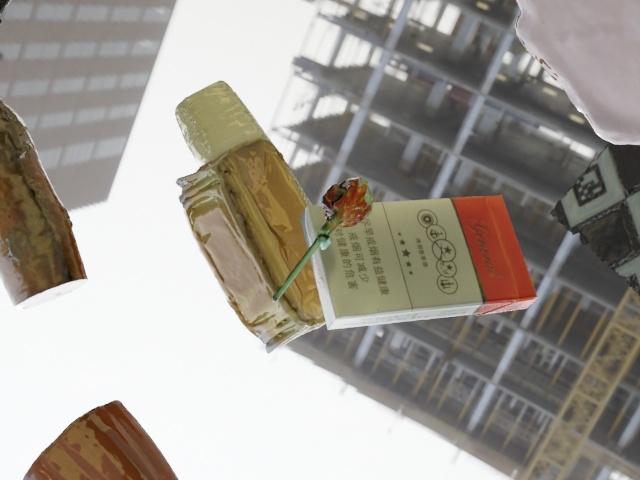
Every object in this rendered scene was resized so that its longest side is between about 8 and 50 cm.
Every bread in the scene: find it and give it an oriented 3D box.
[{"bbox_3d":[-0.071,0.005,1.279,0.136,0.107,0.241,-31,-85,-51],"label":"bread"}]

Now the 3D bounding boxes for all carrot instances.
[{"bbox_3d":[-0.397,-0.063,1.288,0.302,0.138,0.138,63,-154,2],"label":"carrot"}]

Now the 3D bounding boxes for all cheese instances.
[{"bbox_3d":[-0.112,-0.101,1.648,0.242,0.124,0.265,53,-179,-31],"label":"cheese"}]

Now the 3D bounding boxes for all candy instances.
[{"bbox_3d":[0.000,0.000,1.003,0.049,0.055,0.185,38,-133,-2],"label":"candy"}]

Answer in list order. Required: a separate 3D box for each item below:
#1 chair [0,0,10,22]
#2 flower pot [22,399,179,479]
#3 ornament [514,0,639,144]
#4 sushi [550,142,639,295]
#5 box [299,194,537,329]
[{"bbox_3d":[-0.359,-0.218,0.918,0.154,0.260,0.141,36,150,-23],"label":"chair"},{"bbox_3d":[-0.280,0.338,1.397,0.173,0.191,0.190,41,-156,16],"label":"flower pot"},{"bbox_3d":[0.237,-0.184,0.547,0.235,0.217,0.221,49,157,-21],"label":"ornament"},{"bbox_3d":[0.394,-0.042,0.928,0.294,0.292,0.059,35,-175,-23],"label":"sushi"},{"bbox_3d":[0.108,0.020,1.142,0.245,0.035,0.139,-5,-116,-23],"label":"box"}]
